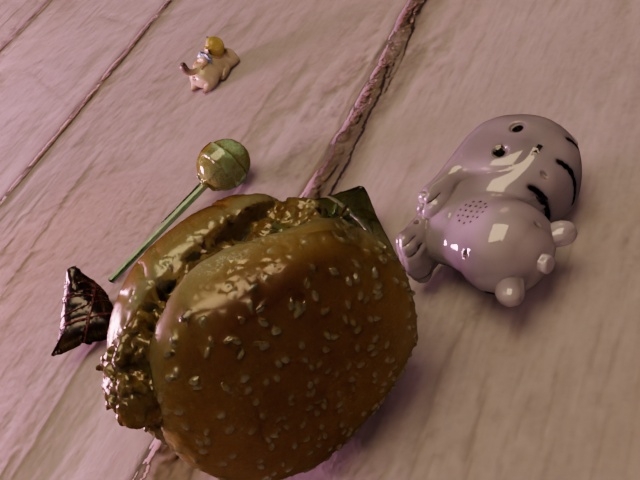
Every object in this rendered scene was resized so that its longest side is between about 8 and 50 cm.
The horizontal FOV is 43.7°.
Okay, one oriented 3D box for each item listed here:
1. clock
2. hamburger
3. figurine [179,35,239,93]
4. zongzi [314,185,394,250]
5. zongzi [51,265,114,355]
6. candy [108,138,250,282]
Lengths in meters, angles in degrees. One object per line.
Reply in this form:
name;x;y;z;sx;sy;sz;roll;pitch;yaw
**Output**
clock;0.155;-0.027;0.630;0.117;0.080;0.176;20;61;43
hamburger;-0.039;0.076;0.549;0.215;0.189;0.122;-31;31;-20
figurine;-0.146;-0.236;1.053;0.047;0.050;0.083;17;58;35
zongzi;0.000;0.000;0.698;0.113;0.052;0.104;-9;34;-8
zongzi;-0.232;0.080;0.770;0.073;0.067;0.083;-32;57;-14
candy;-0.153;-0.031;0.850;0.202;0.061;0.061;-47;42;-8
